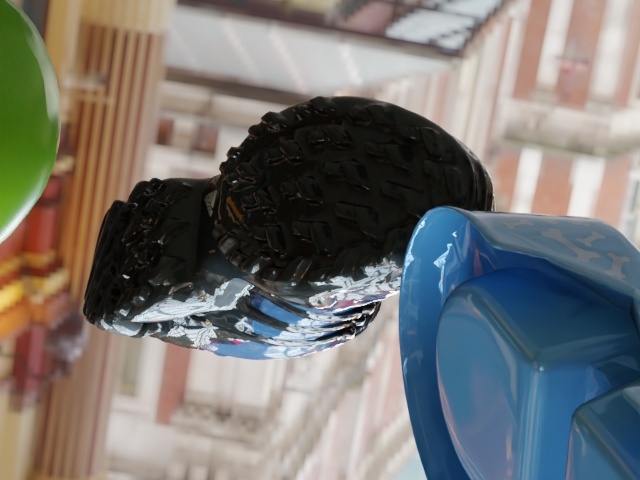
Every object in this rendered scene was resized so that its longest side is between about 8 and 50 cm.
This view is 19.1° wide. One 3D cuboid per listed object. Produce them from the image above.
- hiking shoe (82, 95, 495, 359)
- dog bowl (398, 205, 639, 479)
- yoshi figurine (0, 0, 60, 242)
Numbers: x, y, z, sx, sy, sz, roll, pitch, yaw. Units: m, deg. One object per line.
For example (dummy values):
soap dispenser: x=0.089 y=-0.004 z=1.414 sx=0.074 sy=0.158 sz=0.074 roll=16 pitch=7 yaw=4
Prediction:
hiking shoe: x=0.000 y=0.000 z=1.047 sx=0.132 sy=0.113 sz=0.304 roll=21 pitch=160 yaw=-36
dog bowl: x=0.121 y=0.094 z=0.787 sx=0.074 sy=0.166 sz=0.297 roll=-9 pitch=-149 yaw=-18
yoshi figurine: x=-0.113 y=-0.135 z=0.655 sx=0.203 sy=0.362 sz=0.203 roll=27 pitch=-172 yaw=-24
